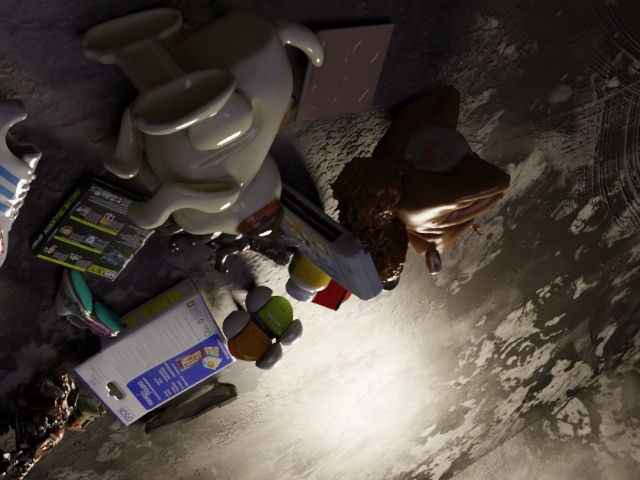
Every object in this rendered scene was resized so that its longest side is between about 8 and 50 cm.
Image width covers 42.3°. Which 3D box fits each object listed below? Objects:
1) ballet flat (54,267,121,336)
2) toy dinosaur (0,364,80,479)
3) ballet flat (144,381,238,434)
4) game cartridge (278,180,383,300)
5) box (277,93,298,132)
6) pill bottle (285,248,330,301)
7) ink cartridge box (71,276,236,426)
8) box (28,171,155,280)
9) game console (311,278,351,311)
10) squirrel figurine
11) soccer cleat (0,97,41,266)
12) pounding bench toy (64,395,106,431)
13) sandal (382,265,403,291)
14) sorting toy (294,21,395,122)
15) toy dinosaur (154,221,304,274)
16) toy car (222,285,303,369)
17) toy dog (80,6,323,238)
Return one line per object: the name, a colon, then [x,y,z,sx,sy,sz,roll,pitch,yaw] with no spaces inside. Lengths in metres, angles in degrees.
ballet flat: [-0.477,0.134,1.646,0.079,0.077,0.221,-17,143,6]
toy dinosaur: [-0.616,0.411,1.767,0.218,0.164,0.322,-17,120,-49]
ballet flat: [-0.328,0.420,2.083,0.249,0.058,0.084,-23,163,-9]
game cartridge: [0.000,0.000,1.692,0.062,0.297,0.198,-40,143,-16]
box: [-0.114,-0.255,1.554,0.136,0.028,0.081,15,119,-44]
pill bottle: [-0.013,0.050,1.895,0.103,0.103,0.184,0,129,-39]
ink cartridge box: [-0.370,0.258,1.862,0.307,0.072,0.304,-28,144,-9]
box: [-0.412,-0.021,1.549,0.184,0.045,0.190,-46,143,15]
game console: [0.049,0.096,2.070,0.124,0.085,0.144,21,119,-14]
squirrel figurine: [0.199,-0.074,1.842,0.397,0.281,0.370,-26,153,-11]
soccer cleat: [-0.516,-0.083,1.337,0.143,0.116,0.331,-15,138,-26]
pounding bench toy: [-0.538,0.399,1.883,0.065,0.052,0.083,-46,142,11]
sandal: [0.181,0.056,2.089,0.090,0.060,0.219,-26,140,-27]
sorting toy: [0.042,-0.327,1.593,0.208,0.038,0.193,-19,140,-36]
toy dinosaur: [-0.203,-0.029,1.643,0.313,0.121,0.160,28,119,-35]
toy car: [-0.144,0.206,1.935,0.182,0.159,0.136,-48,-167,-24]
toy dog: [-0.184,-0.179,1.410,0.395,0.284,0.408,-34,147,-24]
